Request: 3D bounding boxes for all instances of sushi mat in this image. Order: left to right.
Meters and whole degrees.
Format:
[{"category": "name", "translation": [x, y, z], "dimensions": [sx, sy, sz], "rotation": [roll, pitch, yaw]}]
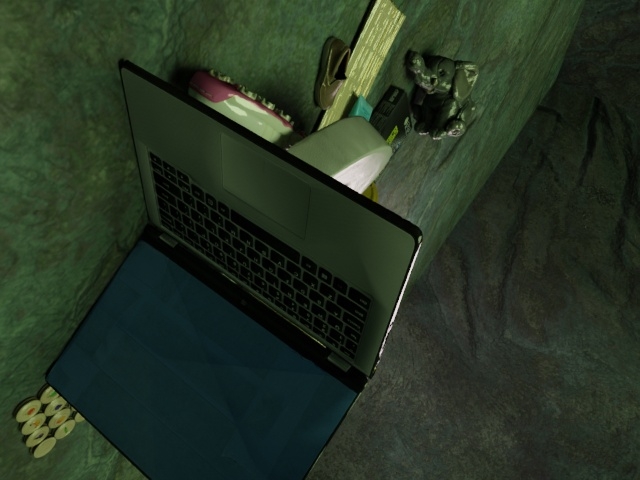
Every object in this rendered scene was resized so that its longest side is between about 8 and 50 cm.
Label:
[{"category": "sushi mat", "translation": [0.073, -0.312, 1.056], "dimensions": [0.151, 0.019, 0.316], "rotation": [-11, 130, -62]}]

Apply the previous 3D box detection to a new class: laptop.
[{"category": "laptop", "translation": [-0.147, 0.092, 0.607], "dimensions": [0.236, 0.382, 0.407], "rotation": [-43, 156, -35]}]

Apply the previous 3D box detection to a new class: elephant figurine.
[{"category": "elephant figurine", "translation": [0.302, -0.382, 1.317], "dimensions": [0.185, 0.170, 0.239], "rotation": [-78, 163, -47]}]

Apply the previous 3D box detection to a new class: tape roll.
[{"category": "tape roll", "translation": [-0.048, -0.048, 0.893], "dimensions": [0.392, 0.072, 0.392], "rotation": [-40, 174, -5]}]

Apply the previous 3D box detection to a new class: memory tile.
[{"category": "memory tile", "translation": [-0.397, 0.259, 0.815], "dimensions": [0.113, 0.012, 0.147], "rotation": [-39, 153, -40]}]

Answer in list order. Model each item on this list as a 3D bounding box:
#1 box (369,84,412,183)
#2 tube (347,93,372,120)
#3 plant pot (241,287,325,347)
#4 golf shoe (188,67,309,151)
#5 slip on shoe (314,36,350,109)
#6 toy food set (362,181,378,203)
[{"category": "box", "translation": [0.149, -0.245, 1.292], "dimensions": [0.190, 0.045, 0.184], "rotation": [-56, 162, -6]}, {"category": "tube", "translation": [0.051, -0.189, 1.094], "dimensions": [0.206, 0.052, 0.080], "rotation": [-64, 162, 3]}, {"category": "plant pot", "translation": [-0.073, 0.159, 0.953], "dimensions": [0.274, 0.256, 0.256], "rotation": [-6, 127, -47]}, {"category": "golf shoe", "translation": [-0.104, -0.135, 0.778], "dimensions": [0.140, 0.115, 0.306], "rotation": [-56, 159, 4]}, {"category": "slip on shoe", "translation": [0.025, -0.286, 0.946], "dimensions": [0.051, 0.041, 0.135], "rotation": [-36, 150, -40]}, {"category": "toy food set", "translation": [0.040, -0.089, 1.207], "dimensions": [0.071, 0.128, 0.218], "rotation": [-32, -175, 44]}]
